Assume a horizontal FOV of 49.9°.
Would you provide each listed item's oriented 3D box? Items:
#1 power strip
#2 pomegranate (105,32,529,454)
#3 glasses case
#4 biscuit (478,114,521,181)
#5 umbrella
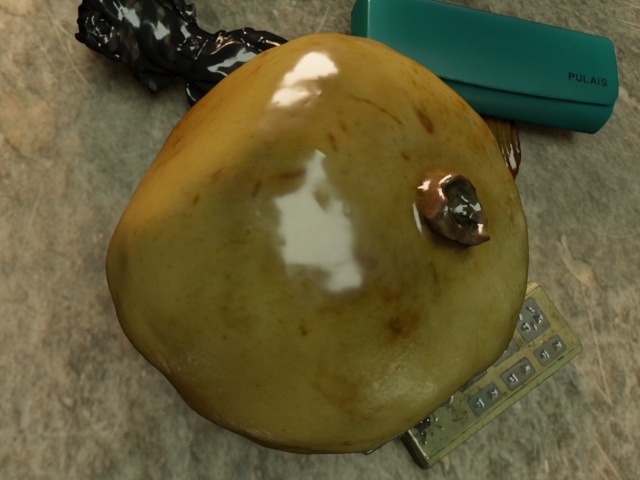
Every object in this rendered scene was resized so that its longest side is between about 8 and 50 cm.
[{"bbox_3d":[0.148,0.138,0.691,0.268,0.034,0.092,-29,81,-21],"label":"power strip"},{"bbox_3d":[0.000,0.000,0.556,0.332,0.332,0.333,4,71,-13],"label":"pomegranate"},{"bbox_3d":[0.185,-0.203,0.772,0.301,0.070,0.117,7,65,-15],"label":"glasses case"},{"bbox_3d":[0.146,-0.116,0.780,0.176,0.031,0.229,-8,74,-18],"label":"biscuit"},{"bbox_3d":[-0.114,-0.180,0.702,0.272,0.110,0.122,25,67,-10],"label":"umbrella"}]
